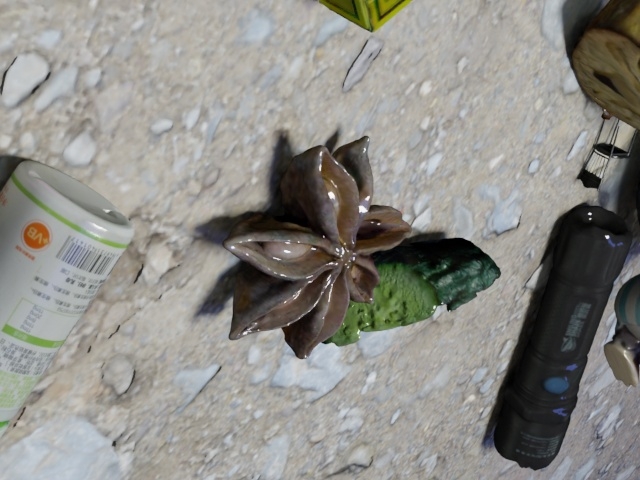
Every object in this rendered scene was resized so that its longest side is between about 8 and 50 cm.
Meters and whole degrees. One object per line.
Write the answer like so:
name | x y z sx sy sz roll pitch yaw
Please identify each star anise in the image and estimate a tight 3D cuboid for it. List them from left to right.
star anise | -0.009 0.014 0.881 0.197 0.073 0.212 -48 144 -13

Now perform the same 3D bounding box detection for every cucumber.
cucumber | 0.091 0.039 1.024 0.115 0.086 0.193 -20 174 42

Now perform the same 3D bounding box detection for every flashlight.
flashlight | 0.322 0.138 1.385 0.103 0.103 0.424 -25 139 -36

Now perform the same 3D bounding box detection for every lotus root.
lotus root | 0.348 -0.160 1.068 0.074 0.170 0.260 -55 138 -8

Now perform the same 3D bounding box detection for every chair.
chair | 0.344 -0.102 1.236 0.042 0.037 0.086 -1 119 -37

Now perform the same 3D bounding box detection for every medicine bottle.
medicine bottle | -0.202 0.046 0.661 0.183 0.086 0.086 -56 147 5

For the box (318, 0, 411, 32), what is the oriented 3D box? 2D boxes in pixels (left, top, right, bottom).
box | 0.045 -0.266 0.689 0.141 0.064 0.220 -41 147 -17

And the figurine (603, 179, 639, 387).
figurine | 0.463 -0.050 1.304 0.361 0.266 0.378 -45 117 -17
